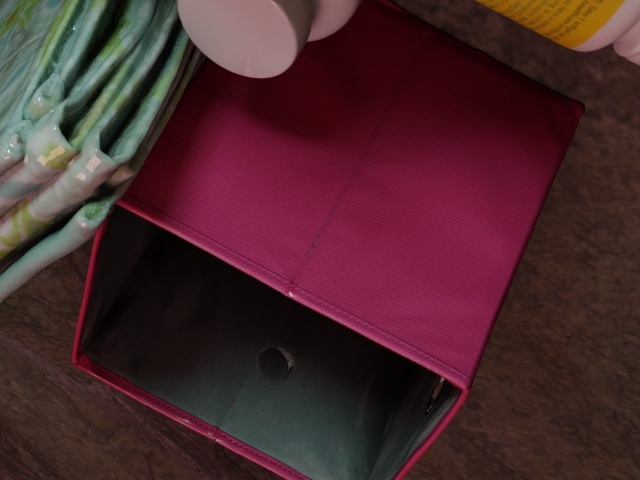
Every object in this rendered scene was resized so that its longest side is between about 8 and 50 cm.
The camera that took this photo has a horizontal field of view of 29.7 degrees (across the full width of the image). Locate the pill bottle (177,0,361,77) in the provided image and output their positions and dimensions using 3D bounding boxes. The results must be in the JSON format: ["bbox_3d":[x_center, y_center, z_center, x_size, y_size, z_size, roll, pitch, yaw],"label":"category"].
[{"bbox_3d":[-0.010,-0.184,0.714,0.103,0.184,0.103,20,146,14],"label":"pill bottle"}]

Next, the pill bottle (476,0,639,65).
[{"bbox_3d":[0.121,-0.173,0.631,0.208,0.119,0.119,25,147,-10],"label":"pill bottle"}]

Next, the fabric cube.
[{"bbox_3d":[0.000,0.000,0.887,0.259,0.258,0.254,28,146,1],"label":"fabric cube"}]

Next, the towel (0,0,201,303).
[{"bbox_3d":[-0.203,-0.088,0.831,0.090,0.321,0.374,36,139,-25],"label":"towel"}]
